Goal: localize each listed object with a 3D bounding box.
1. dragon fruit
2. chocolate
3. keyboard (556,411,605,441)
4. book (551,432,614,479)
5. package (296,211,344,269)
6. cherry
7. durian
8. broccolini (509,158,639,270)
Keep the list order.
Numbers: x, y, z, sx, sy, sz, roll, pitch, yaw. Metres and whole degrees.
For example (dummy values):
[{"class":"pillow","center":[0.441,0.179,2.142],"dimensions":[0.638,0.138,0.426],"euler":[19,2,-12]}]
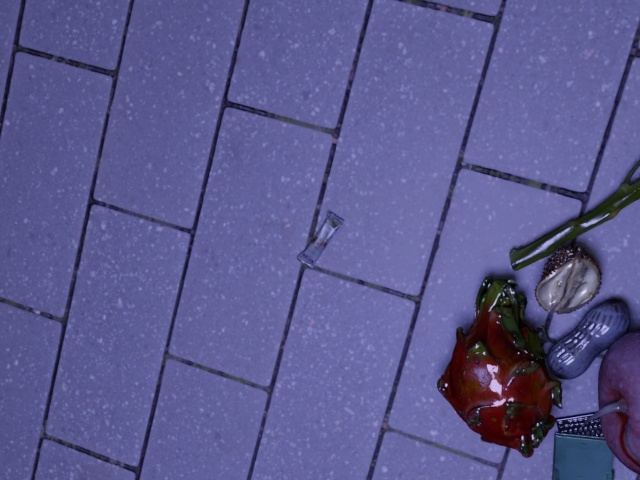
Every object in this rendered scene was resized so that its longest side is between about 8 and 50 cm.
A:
[{"class":"dragon fruit","center":[0.313,0.208,1.367],"dimensions":[0.200,0.198,0.269],"euler":[25,100,35]},{"class":"chocolate","center":[0.448,0.166,1.381],"dimensions":[0.072,0.072,0.167],"euler":[45,104,5]},{"class":"keyboard","center":[0.508,0.317,1.416],"dimensions":[0.198,0.010,0.064],"euler":[-13,95,15]},{"class":"book","center":[0.454,0.402,1.432],"dimensions":[0.103,0.017,0.135],"euler":[3,102,13]},{"class":"package","center":[0.000,0.000,1.501],"dimensions":[0.037,0.015,0.110],"euler":[35,105,2]},{"class":"cherry","center":[0.540,0.251,1.292],"dimensions":[0.285,0.213,0.236],"euler":[-12,118,-1]},{"class":"durian","center":[0.405,0.051,1.369],"dimensions":[0.110,0.071,0.140],"euler":[-4,128,-10]},{"class":"broccolini","center":[0.470,-0.081,1.356],"dimensions":[0.392,0.079,0.074],"euler":[-32,47,16]}]
